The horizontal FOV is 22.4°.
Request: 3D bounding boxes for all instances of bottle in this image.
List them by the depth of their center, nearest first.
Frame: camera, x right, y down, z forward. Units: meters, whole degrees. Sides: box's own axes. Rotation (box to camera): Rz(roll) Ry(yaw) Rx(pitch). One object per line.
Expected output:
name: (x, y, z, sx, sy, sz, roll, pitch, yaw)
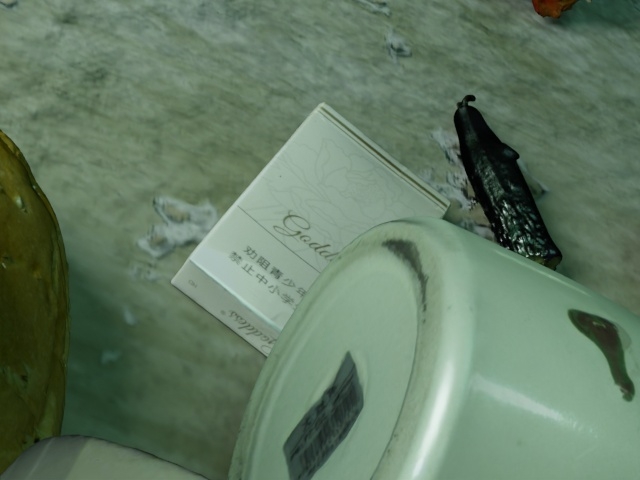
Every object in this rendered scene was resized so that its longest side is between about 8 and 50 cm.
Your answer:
bottle: (0.154, 0.136, 0.795, 0.352, 0.229, 0.229, 23, 40, -19)

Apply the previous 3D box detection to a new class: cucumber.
cucumber: (0.121, -0.044, 1.099, 0.043, 0.039, 0.163, 26, 36, -50)

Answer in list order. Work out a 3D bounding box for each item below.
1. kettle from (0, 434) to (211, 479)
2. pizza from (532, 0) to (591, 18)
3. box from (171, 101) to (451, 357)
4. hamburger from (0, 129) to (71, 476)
kettle: (-0.061, 0.229, 0.302, 0.228, 0.321, 0.324, 48, 64, -15)
pizza: (0.025, -0.364, 1.276, 0.406, 0.130, 0.440, -8, 67, -42)
box: (0.000, 0.000, 0.965, 0.109, 0.029, 0.198, 38, 39, -1)
hamburger: (-0.226, 0.013, 0.685, 0.265, 0.134, 0.285, 15, 47, -21)
